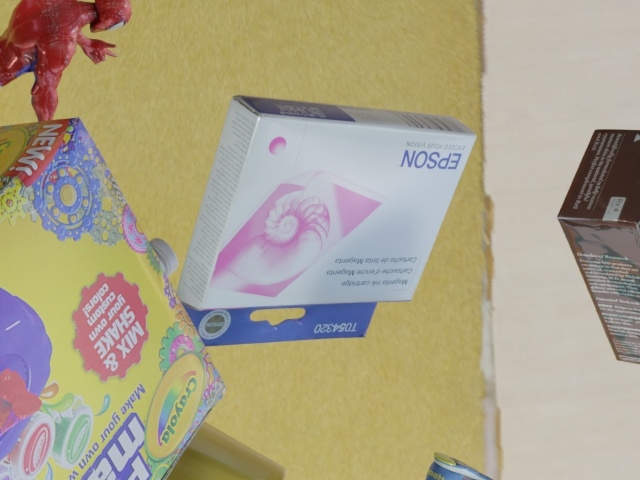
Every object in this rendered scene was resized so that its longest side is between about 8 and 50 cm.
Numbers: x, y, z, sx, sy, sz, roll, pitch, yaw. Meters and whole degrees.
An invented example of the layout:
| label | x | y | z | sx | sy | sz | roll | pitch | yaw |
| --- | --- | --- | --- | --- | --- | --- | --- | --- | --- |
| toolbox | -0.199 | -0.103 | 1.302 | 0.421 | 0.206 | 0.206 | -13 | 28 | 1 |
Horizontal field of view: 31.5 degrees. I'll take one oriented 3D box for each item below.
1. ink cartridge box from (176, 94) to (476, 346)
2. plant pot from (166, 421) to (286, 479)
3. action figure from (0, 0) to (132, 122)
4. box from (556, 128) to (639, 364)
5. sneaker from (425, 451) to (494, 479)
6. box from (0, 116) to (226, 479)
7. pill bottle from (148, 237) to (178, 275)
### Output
| label | x | y | z | sx | sy | sz | roll | pitch | yaw |
| --- | --- | --- | --- | --- | --- | --- | --- | --- | --- |
| ink cartridge box | 0.000 | 0.000 | 1.342 | 0.324 | 0.071 | 0.330 | -1 | 118 | -38 |
| plant pot | -0.181 | 0.338 | 1.487 | 0.239 | 0.254 | 0.254 | 18 | 109 | 0 |
| action figure | -0.262 | -0.114 | 0.900 | 0.280 | 0.091 | 0.139 | -24 | 150 | 9 |
| box | 0.512 | 0.022 | 1.798 | 0.143 | 0.191 | 0.381 | 7 | 143 | 35 |
| sneaker | 0.179 | 0.305 | 1.367 | 0.144 | 0.053 | 0.059 | 30 | 83 | -27 |
| box | -0.251 | 0.102 | 0.533 | 0.279 | 0.290 | 0.177 | -2 | 126 | 33 |
| pill bottle | -0.327 | 0.066 | 1.944 | 0.169 | 0.094 | 0.094 | -38 | 118 | -36 |
